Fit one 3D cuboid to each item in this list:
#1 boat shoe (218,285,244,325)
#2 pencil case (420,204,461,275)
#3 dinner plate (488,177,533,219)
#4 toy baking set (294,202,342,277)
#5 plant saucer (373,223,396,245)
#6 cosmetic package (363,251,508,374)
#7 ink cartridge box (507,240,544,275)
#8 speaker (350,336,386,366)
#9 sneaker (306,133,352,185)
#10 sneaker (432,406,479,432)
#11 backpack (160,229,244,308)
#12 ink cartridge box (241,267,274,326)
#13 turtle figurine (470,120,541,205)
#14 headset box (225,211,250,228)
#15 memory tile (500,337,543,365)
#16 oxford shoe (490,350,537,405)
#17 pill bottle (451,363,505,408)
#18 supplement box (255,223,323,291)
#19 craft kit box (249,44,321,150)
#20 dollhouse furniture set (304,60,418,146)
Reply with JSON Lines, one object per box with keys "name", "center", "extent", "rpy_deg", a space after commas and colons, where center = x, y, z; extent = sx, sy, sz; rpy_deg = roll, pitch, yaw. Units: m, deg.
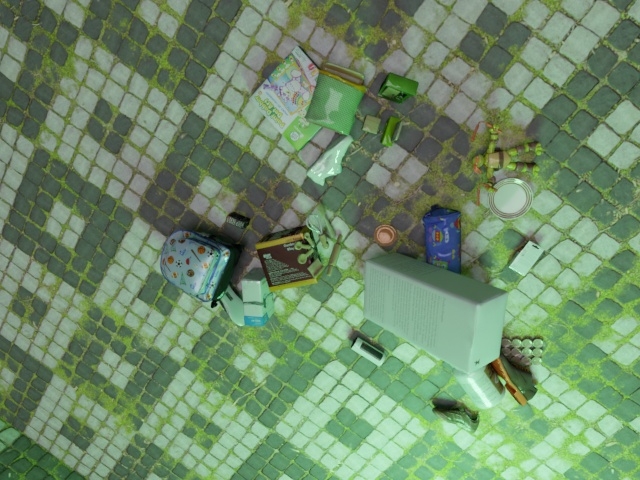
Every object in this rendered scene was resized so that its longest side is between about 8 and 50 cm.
{"name": "boat shoe", "center": [-0.371, 0.251, 1.763], "extent": [0.219, 0.078, 0.070], "rpy_deg": [59, 150, -3]}
{"name": "pencil case", "center": [0.420, 0.035, 1.496], "extent": [0.133, 0.119, 0.305], "rpy_deg": [-1, 107, 19]}
{"name": "dinner plate", "center": [0.638, -0.140, 1.450], "extent": [0.141, 0.017, 0.141], "rpy_deg": [3, 106, 11]}
{"name": "toy baking set", "center": [0.004, 0.004, 1.546], "extent": [0.197, 0.256, 0.030], "rpy_deg": [35, 157, -36]}
{"name": "plant saucer", "center": [0.236, -0.018, 1.576], "extent": [0.084, 0.013, 0.083], "rpy_deg": [3, 107, 11]}
{"name": "cosmetic package", "center": [0.351, 0.212, 1.412], "extent": [0.453, 0.162, 0.229], "rpy_deg": [23, 118, 50]}
{"name": "ink cartridge box", "center": [0.709, 0.058, 1.490], "extent": [0.063, 0.029, 0.115], "rpy_deg": [30, 109, 2]}
{"name": "speaker", "center": [0.188, 0.438, 1.705], "extent": [0.136, 0.055, 0.055], "rpy_deg": [32, 110, 2]}
{"name": "sneaker", "center": [0.050, -0.280, 1.513], "extent": [0.094, 0.080, 0.212], "rpy_deg": [41, 118, -15]}
{"name": "sneaker", "center": [0.538, 0.690, 1.711], "extent": [0.189, 0.066, 0.071], "rpy_deg": [24, 93, -1]}
{"name": "backpack", "center": [-0.472, 0.086, 1.634], "extent": [0.264, 0.213, 0.276], "rpy_deg": [24, 89, 19]}
{"name": "ink cartridge box", "center": [-0.243, 0.219, 1.684], "extent": [0.082, 0.139, 0.190], "rpy_deg": [4, 107, 12]}
{"name": "turtle figurine", "center": [0.584, -0.247, 1.392], "extent": [0.218, 0.087, 0.269], "rpy_deg": [-1, 98, 5]}
{"name": "headset box", "center": [-0.320, -0.079, 1.651], "extent": [0.083, 0.062, 0.032], "rpy_deg": [21, 109, 4]}
{"name": "memory tile", "center": [0.744, 0.412, 1.599], "extent": [0.148, 0.012, 0.113], "rpy_deg": [-2, 106, 12]}
{"name": "oxford shoe", "center": [0.709, 0.484, 1.590], "extent": [0.098, 0.097, 0.271], "rpy_deg": [-36, 110, -1]}
{"name": "pill bottle", "center": [0.568, 0.493, 1.598], "extent": [0.131, 0.131, 0.229], "rpy_deg": [-34, 97, 19]}
{"name": "supplement box", "center": [-0.112, 0.065, 1.615], "extent": [0.192, 0.129, 0.194], "rpy_deg": [-13, 104, 16]}
{"name": "craft kit box", "center": [-0.075, -0.483, 1.481], "extent": [0.250, 0.061, 0.247], "rpy_deg": [46, 113, -4]}
{"name": "dollhouse furniture set", "center": [0.119, -0.432, 1.354], "extent": [0.302, 0.151, 0.197], "rpy_deg": [17, 97, -5]}
